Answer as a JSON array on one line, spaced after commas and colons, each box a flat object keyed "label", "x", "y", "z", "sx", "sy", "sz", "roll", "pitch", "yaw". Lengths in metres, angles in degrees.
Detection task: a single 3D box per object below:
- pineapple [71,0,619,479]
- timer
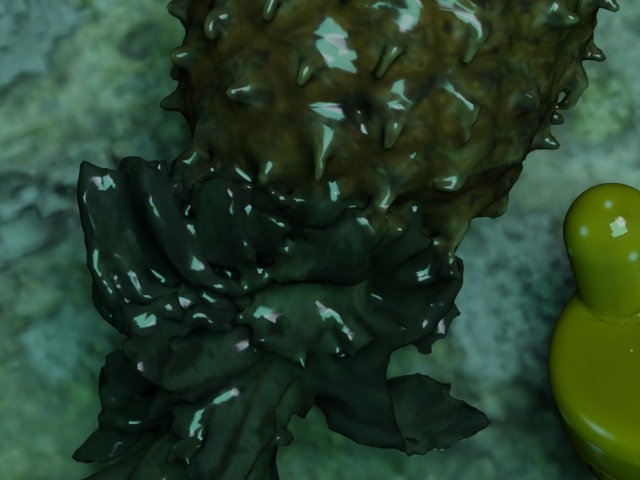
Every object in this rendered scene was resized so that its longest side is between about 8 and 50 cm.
[{"label": "pineapple", "x": 0.000, "y": 0.000, "z": 0.617, "sx": 0.170, "sy": 0.141, "sz": 0.310, "roll": 24, "pitch": 86, "yaw": -28}, {"label": "timer", "x": 0.129, "y": 0.038, "z": 0.633, "sx": 0.107, "sy": 0.109, "sz": 0.107, "roll": -13, "pitch": 45, "yaw": 13}]
